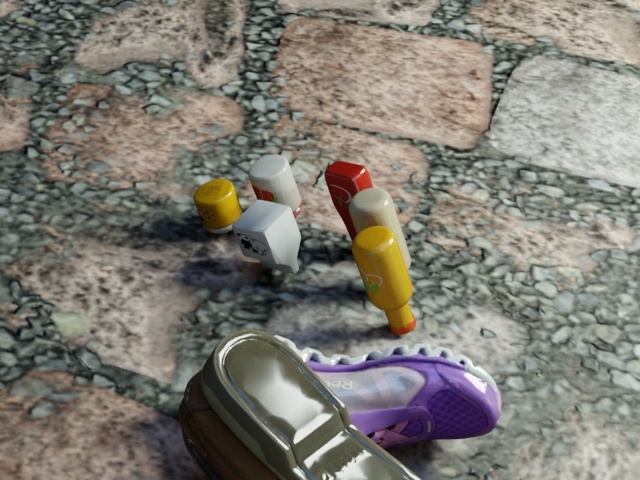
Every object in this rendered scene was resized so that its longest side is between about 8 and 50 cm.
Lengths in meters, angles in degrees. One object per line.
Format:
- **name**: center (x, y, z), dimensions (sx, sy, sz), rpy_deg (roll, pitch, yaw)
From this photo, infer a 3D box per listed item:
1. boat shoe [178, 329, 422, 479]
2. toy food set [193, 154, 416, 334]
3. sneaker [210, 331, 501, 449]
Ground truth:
- **boat shoe**: center (0.011, 0.208, 1.211), dimensions (0.110, 0.104, 0.307), rpy_deg (-19, 64, -43)
- **toy food set**: center (0.000, 0.000, 1.517), dimensions (0.232, 0.104, 0.111), rpy_deg (13, 47, 37)
- **sneaker**: center (0.024, 0.141, 1.318), dimensions (0.236, 0.095, 0.105), rpy_deg (4, 43, 3)
